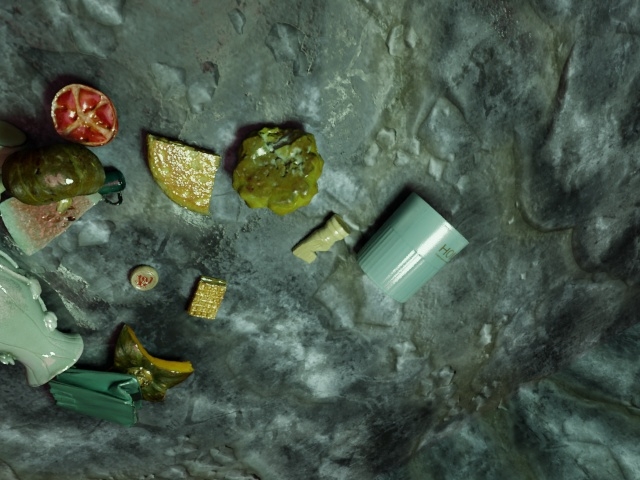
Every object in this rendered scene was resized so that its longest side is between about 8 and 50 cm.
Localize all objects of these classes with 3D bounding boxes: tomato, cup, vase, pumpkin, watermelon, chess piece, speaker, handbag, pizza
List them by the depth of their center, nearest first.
[{"bbox_3d":[-0.634,-0.146,1.001,0.219,0.219,0.162,-10,104,-14],"label":"pumpkin"},{"bbox_3d":[-0.825,-0.167,1.024,0.133,0.133,0.243,22,115,-28],"label":"chess piece"},{"bbox_3d":[-0.588,-0.316,1.050,0.155,0.069,0.155,-4,111,-12],"label":"tomato"},{"bbox_3d":[-0.718,-0.084,1.136,0.241,0.094,0.154,-26,114,-6],"label":"watermelon"},{"bbox_3d":[-0.577,-0.144,1.144,0.075,0.060,0.094,-14,89,-10],"label":"speaker"},{"bbox_3d":[-0.879,0.217,1.160,0.250,0.250,0.445,-27,127,-4],"label":"vase"},{"bbox_3d":[-0.376,-0.201,1.197,0.197,0.058,0.292,-34,125,0],"label":"pizza"},{"bbox_3d":[-0.560,0.118,1.322,0.083,0.038,0.084,-8,121,-13],"label":"chess piece"},{"bbox_3d":[-0.734,0.510,1.387,0.274,0.100,0.269,15,138,-6],"label":"handbag"},{"bbox_3d":[0.000,0.000,1.436,0.200,0.090,0.090,-37,124,16],"label":"chess piece"},{"bbox_3d":[-0.624,0.453,1.454,0.290,0.095,0.258,37,113,-22],"label":"pumpkin"},{"bbox_3d":[0.313,0.024,1.482,0.257,0.331,0.311,43,102,1],"label":"cup"}]

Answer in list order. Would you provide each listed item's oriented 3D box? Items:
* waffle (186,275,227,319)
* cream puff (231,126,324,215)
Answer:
[{"bbox_3d":[-0.387,0.197,1.423,0.102,0.042,0.148,15,112,-27],"label":"waffle"},{"bbox_3d":[-0.121,-0.203,1.230,0.282,0.185,0.282,0,83,3],"label":"cream puff"}]
